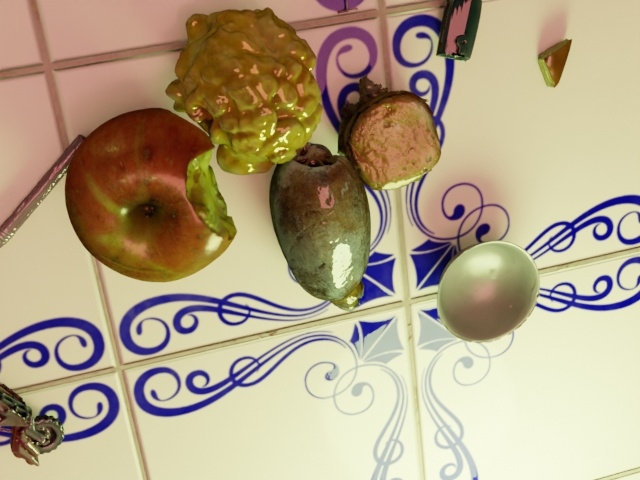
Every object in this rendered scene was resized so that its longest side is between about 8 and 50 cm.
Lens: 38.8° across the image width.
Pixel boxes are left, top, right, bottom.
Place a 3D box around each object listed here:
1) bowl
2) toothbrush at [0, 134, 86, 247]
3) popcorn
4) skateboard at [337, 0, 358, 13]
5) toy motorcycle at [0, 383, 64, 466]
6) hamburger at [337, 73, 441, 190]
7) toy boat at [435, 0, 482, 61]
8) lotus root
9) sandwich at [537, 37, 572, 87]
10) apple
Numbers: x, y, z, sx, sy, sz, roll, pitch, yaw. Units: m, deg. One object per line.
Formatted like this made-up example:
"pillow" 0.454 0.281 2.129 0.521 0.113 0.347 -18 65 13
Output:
"bowl" 0.273 0.074 1.558 0.189 0.086 0.189 -5 112 -12
"toothbrush" -0.459 -0.017 1.346 0.354 0.029 0.024 -48 128 6
"popcorn" -0.109 -0.209 1.279 0.235 0.181 0.217 37 142 8
"skateboard" 0.044 -0.371 1.337 0.032 0.064 0.083 -17 126 -17
"toy motorcycle" -0.511 0.289 1.425 0.212 0.084 0.118 41 88 -30
"hamburger" 0.098 -0.168 1.396 0.159 0.131 0.185 -21 109 3
"toy boat" 0.216 -0.349 1.393 0.055 0.060 0.141 7 102 -18
"lotus root" 0.000 0.000 1.412 0.140 0.158 0.322 -33 132 -28
"sandwich" 0.375 -0.290 1.473 0.044 0.031 0.083 8 106 -23
"apple" -0.228 -0.072 1.277 0.246 0.226 0.246 0 118 1
